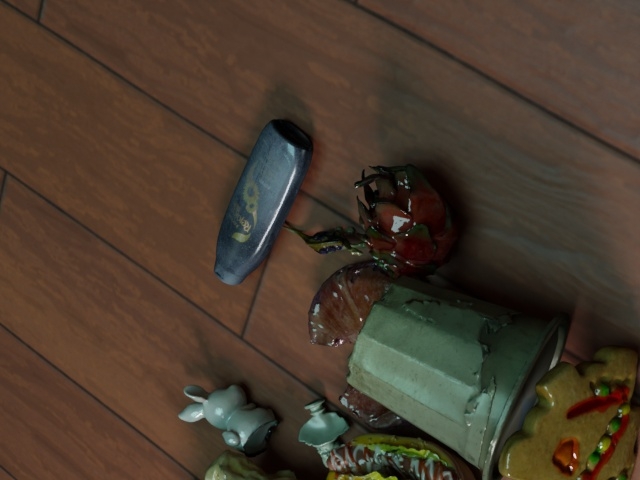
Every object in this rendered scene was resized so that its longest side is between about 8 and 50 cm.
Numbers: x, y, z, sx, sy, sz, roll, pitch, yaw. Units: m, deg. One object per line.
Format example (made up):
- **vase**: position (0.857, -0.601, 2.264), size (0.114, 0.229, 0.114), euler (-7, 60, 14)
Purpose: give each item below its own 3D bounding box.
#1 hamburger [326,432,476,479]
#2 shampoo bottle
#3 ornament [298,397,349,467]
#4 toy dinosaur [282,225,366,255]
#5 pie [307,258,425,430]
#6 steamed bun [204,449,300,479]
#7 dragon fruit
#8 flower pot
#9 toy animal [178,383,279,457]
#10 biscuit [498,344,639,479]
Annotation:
- **hamburger**: position (0.100, 0.324, 1.576), size (0.210, 0.116, 0.173), euler (4, 107, 35)
- **shampoo bottle**: position (-0.080, -0.044, 1.649), size (0.087, 0.049, 0.234), euler (46, 125, 31)
- **ornament**: position (0.007, 0.256, 1.673), size (0.068, 0.041, 0.092), euler (5, 94, 12)
- **toy dinosaur**: position (0.013, 0.000, 1.599), size (0.180, 0.058, 0.037), euler (2, 89, 57)
- **pie**: position (0.076, 0.129, 1.580), size (0.204, 0.054, 0.219), euler (-44, 76, 36)
- **steamed bun**: position (-0.071, 0.418, 1.716), size (0.295, 0.137, 0.292), euler (36, 125, 33)
- **dragon fruit**: position (0.098, -0.022, 1.483), size (0.130, 0.121, 0.142), euler (10, 123, 53)
- **flower pot**: position (0.150, 0.136, 1.413), size (0.202, 0.212, 0.212), euler (27, 117, 18)
- **toy animal**: position (-0.126, 0.244, 1.749), size (0.124, 0.085, 0.071), euler (40, 140, 27)
- **biscuit**: position (0.291, 0.232, 1.383), size (0.041, 0.212, 0.239), euler (18, 140, 50)
